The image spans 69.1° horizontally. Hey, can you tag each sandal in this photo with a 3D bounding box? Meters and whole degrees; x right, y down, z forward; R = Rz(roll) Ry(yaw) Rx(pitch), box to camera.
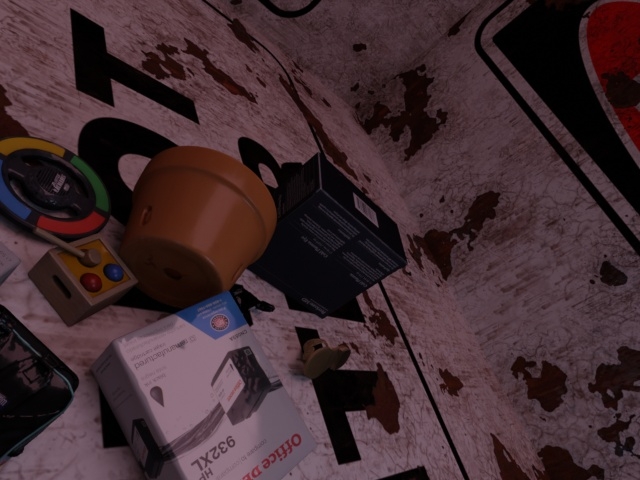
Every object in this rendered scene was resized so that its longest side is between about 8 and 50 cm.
[{"bbox_3d":[-0.008,0.289,1.184,0.079,0.088,0.240,30,6,28],"label":"sandal"}]

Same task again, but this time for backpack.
[{"bbox_3d":[-0.397,0.180,0.520,0.166,0.144,0.188,50,62,-13],"label":"backpack"}]

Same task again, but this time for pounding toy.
[{"bbox_3d":[-0.396,0.045,0.765,0.141,0.100,0.130,53,24,-1],"label":"pounding toy"}]

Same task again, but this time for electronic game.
[{"bbox_3d":[-0.492,-0.097,0.846,0.229,0.048,0.229,40,27,-26],"label":"electronic game"}]

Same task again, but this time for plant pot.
[{"bbox_3d":[-0.249,-0.004,0.902,0.291,0.290,0.204,41,41,-25],"label":"plant pot"}]

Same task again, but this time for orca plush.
[{"bbox_3d":[-0.185,0.145,0.999,0.287,0.102,0.151,10,49,-56],"label":"orca plush"}]

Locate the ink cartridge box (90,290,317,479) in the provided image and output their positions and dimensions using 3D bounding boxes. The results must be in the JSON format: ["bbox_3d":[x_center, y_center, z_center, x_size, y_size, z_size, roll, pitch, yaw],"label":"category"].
[{"bbox_3d":[-0.183,0.270,0.752,0.223,0.129,0.308,-22,76,-48],"label":"ink cartridge box"}]

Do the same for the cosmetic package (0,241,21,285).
[{"bbox_3d":[-0.509,0.064,0.568,0.117,0.085,0.231,45,25,-15],"label":"cosmetic package"}]

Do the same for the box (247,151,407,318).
[{"bbox_3d":[0.000,0.000,1.260,0.343,0.312,0.179,39,28,-29],"label":"box"}]
